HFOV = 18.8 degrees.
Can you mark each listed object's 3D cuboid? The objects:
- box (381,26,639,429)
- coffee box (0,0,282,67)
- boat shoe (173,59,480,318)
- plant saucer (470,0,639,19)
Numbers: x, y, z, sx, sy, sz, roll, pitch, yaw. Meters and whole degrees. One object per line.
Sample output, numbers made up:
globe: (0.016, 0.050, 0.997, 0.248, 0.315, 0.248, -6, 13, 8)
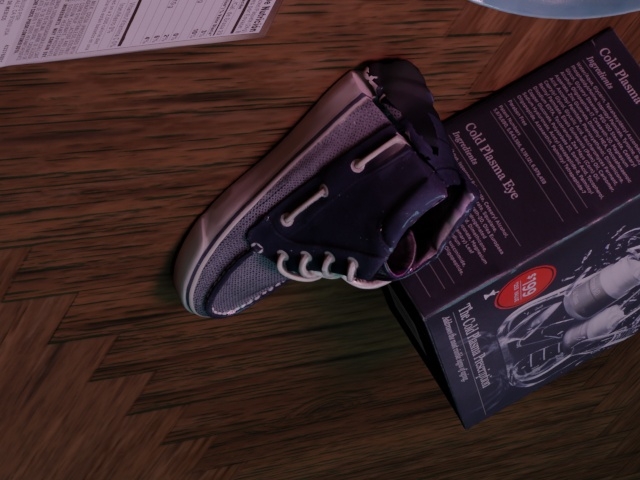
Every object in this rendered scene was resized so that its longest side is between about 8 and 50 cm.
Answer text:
box: (0.220, -0.001, 1.982, 0.312, 0.179, 0.343, -31, 154, -2)
coffee box: (-0.170, -0.211, 1.223, 0.297, 0.168, 0.119, -12, 149, -34)
boat shoe: (0.000, 0.000, 1.779, 0.127, 0.158, 0.340, 1, 140, -46)
plant saucer: (0.194, -0.287, 1.466, 0.317, 0.044, 0.317, 3, 146, 2)
